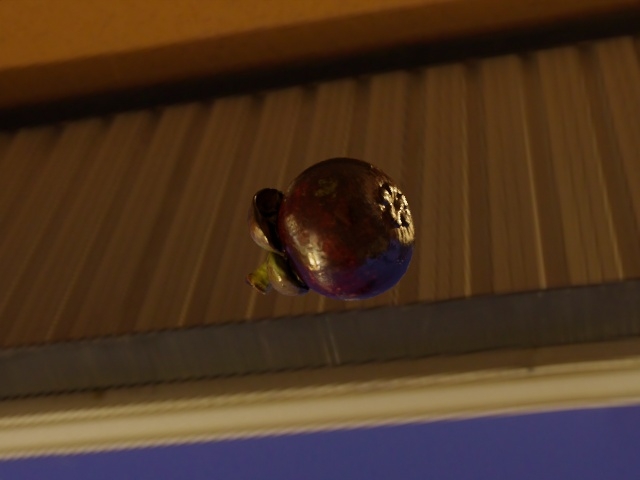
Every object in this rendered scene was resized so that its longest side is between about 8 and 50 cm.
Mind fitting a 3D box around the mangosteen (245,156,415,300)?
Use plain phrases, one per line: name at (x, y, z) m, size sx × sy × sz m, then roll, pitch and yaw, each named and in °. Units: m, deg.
mangosteen at (0.009, -0.007, 1.195) m, size 0.181 × 0.156 × 0.146 m, roll -25°, pitch -167°, yaw 49°
